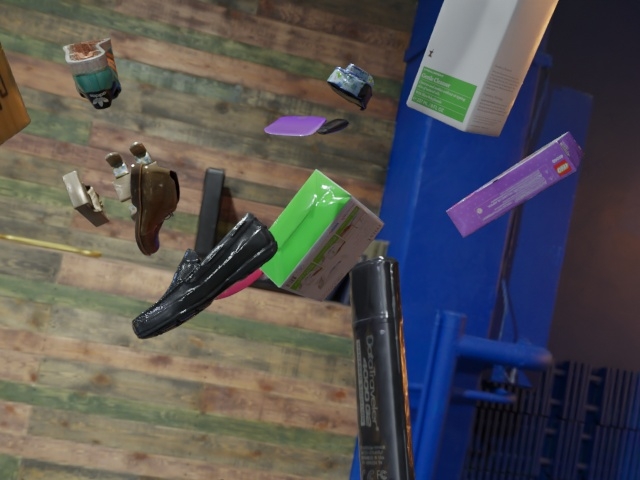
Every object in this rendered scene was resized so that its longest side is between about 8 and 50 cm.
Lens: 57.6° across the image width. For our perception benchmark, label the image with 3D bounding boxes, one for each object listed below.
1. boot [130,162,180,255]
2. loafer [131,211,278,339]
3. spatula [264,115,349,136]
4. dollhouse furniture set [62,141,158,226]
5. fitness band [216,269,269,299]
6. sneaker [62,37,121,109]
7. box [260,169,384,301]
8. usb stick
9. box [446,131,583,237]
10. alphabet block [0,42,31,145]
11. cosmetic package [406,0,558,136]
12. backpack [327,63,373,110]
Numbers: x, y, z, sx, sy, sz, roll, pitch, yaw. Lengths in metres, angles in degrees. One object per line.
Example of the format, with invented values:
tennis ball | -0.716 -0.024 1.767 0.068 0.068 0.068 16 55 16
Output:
boot | -0.431 -0.069 1.541 0.115 0.112 0.305 1 -44 -11
loafer | -0.161 0.047 0.782 0.078 0.223 0.076 52 -15 2
spatula | -0.006 -0.195 0.989 0.084 0.030 0.296 6 12 18
dollhouse furniture set | -0.577 -0.156 1.670 0.242 0.212 0.161 -26 -18 -6
fitness band | -0.231 0.069 1.631 0.209 0.054 0.291 -15 25 13
sneaker | -0.518 -0.383 1.329 0.108 0.121 0.302 -14 31 -10
box | 0.000 0.000 1.395 0.127 0.262 0.231 41 6 28
usb stick | 0.070 0.154 0.672 0.045 0.278 0.077 11 -22 -34
box | 0.352 -0.105 1.025 0.201 0.057 0.293 -34 -4 29
alphabet block | -0.722 -0.283 1.122 0.192 0.193 0.197 16 -42 14
cosmetic package | 0.368 -0.444 1.323 0.155 0.365 0.197 -3 28 -42
backpack | 0.082 -0.412 1.536 0.114 0.084 0.105 30 2 10
